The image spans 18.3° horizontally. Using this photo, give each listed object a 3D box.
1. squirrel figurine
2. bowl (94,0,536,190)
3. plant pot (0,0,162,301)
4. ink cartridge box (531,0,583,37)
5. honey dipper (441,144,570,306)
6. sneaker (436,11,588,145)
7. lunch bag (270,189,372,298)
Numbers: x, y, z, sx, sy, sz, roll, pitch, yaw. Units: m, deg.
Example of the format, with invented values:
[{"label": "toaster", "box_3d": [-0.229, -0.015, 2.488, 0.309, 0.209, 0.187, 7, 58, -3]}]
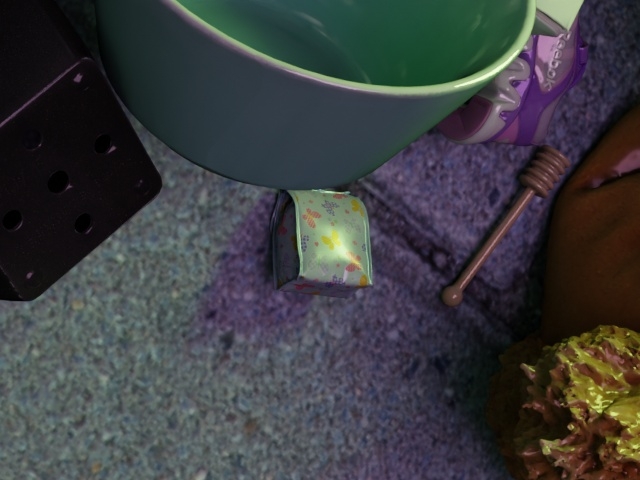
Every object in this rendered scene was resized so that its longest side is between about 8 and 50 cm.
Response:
[{"label": "squirrel figurine", "box_3d": [0.332, 0.099, 1.594, 0.397, 0.370, 0.281, -41, 116, -17]}, {"label": "bowl", "box_3d": [-0.028, -0.152, 1.343, 0.311, 0.311, 0.163, -2, 138, -29]}, {"label": "plant pot", "box_3d": [-0.220, -0.067, 1.344, 0.188, 0.167, 0.187, -41, 132, -16]}, {"label": "ink cartridge box", "box_3d": [0.155, -0.305, 1.519, 0.114, 0.197, 0.273, 29, 84, -30]}, {"label": "honey dipper", "box_3d": [0.154, -0.009, 1.673, 0.030, 0.030, 0.161, 40, 82, -29]}, {"label": "sneaker", "box_3d": [0.180, -0.178, 1.625, 0.104, 0.095, 0.236, 20, 94, -37]}, {"label": "lunch bag", "box_3d": [0.000, 0.000, 1.573, 0.071, 0.053, 0.083, 7, 71, -30]}]
